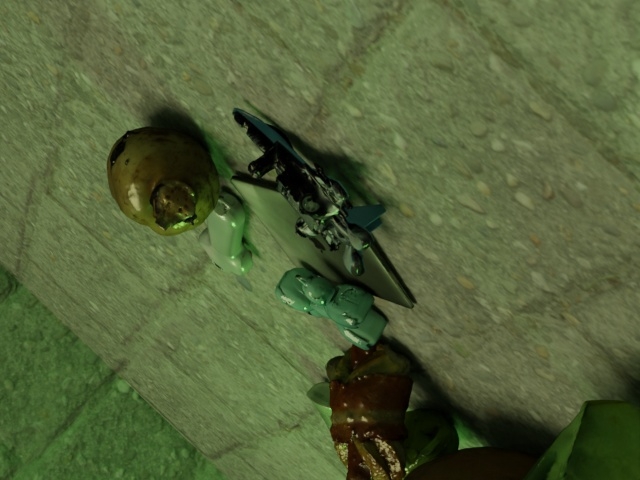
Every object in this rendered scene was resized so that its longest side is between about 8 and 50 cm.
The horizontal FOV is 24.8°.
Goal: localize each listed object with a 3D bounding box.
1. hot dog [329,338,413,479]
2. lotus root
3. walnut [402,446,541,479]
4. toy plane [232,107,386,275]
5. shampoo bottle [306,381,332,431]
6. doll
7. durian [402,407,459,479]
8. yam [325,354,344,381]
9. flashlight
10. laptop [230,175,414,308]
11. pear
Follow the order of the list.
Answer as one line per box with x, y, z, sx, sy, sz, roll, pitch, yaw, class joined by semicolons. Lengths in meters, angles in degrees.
0.062;0.242;2.052;0.103;0.213;0.146;13;161;-33;hot dog
-0.223;-0.088;1.999;0.154;0.140;0.257;38;176;-29;lotus root
0.252;0.445;1.933;0.398;0.308;0.354;8;129;62;walnut
-0.026;-0.067;1.729;0.246;0.078;0.169;40;161;10;toy plane
0.036;0.316;2.486;0.072;0.049;0.212;23;154;37;shampoo bottle
0.012;0.086;1.990;0.158;0.059;0.159;29;168;16;doll
0.136;0.317;2.141;0.101;0.139;0.250;40;144;-5;durian
0.052;0.198;2.193;0.054;0.054;0.132;47;162;-12;yam
-0.137;-0.014;2.129;0.093;0.047;0.200;38;158;14;flashlight
0.000;0.000;1.922;0.269;0.015;0.187;18;149;52;laptop
0.338;0.311;1.589;0.286;0.176;0.282;19;152;1;pear
